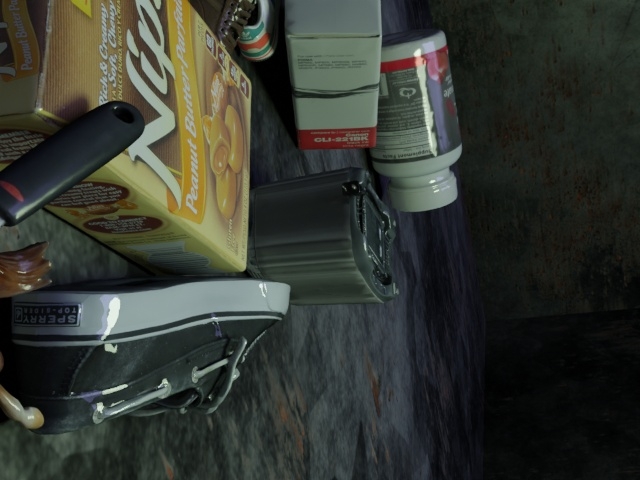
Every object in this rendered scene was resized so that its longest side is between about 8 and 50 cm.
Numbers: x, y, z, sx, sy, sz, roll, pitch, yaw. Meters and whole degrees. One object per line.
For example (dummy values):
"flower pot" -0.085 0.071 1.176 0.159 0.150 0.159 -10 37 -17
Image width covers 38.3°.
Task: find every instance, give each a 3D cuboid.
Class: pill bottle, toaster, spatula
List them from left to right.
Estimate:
"spatula" -0.173 0.003 0.438 0.084 0.030 0.296 40 46 0
"toaster" 0.000 0.000 1.059 0.227 0.146 0.129 50 36 -66
"pill bottle" 0.170 -0.223 1.733 0.176 0.176 0.319 -61 142 -65

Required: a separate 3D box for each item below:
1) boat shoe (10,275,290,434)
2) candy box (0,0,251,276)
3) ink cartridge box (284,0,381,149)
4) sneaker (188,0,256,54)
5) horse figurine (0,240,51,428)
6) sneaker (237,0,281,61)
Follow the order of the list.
"boat shoe" -0.110 0.081 0.690 0.306 0.113 0.105 -2 92 -72
"candy box" -0.145 -0.102 0.675 0.316 0.087 0.183 48 39 -66
"ink cartridge box" 0.017 -0.266 1.187 0.273 0.114 0.197 83 6 -68
"sneaker" -0.099 -0.245 0.941 0.066 0.071 0.189 48 38 -66
"horse figurine" -0.194 0.112 0.449 0.174 0.066 0.263 61 28 -67
"sneaker" -0.078 -0.293 1.066 0.075 0.057 0.161 55 34 -71
